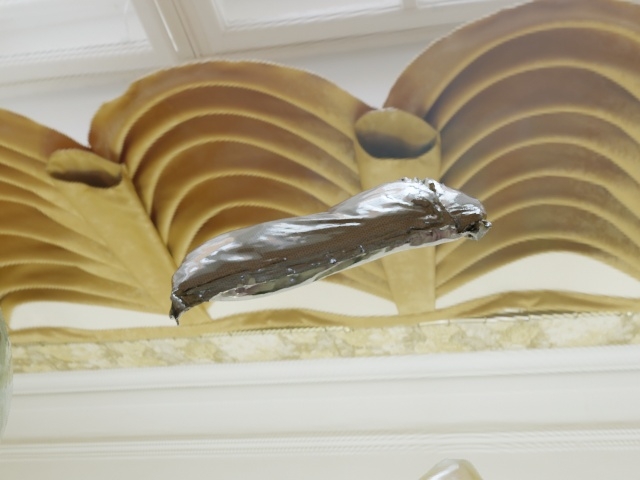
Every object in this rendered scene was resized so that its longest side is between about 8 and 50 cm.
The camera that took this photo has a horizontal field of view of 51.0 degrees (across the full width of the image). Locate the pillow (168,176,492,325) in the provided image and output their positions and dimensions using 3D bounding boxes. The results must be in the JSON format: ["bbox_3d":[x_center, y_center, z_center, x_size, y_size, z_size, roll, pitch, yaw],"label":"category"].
[{"bbox_3d":[0.000,0.000,0.533,0.255,0.059,0.169,-16,-172,-4],"label":"pillow"}]

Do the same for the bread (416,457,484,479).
[{"bbox_3d":[0.117,0.426,0.698,0.245,0.424,0.329,20,-140,21],"label":"bread"}]

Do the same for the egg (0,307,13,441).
[{"bbox_3d":[-0.254,0.071,0.351,0.177,0.177,0.228,-16,-147,1],"label":"egg"}]
